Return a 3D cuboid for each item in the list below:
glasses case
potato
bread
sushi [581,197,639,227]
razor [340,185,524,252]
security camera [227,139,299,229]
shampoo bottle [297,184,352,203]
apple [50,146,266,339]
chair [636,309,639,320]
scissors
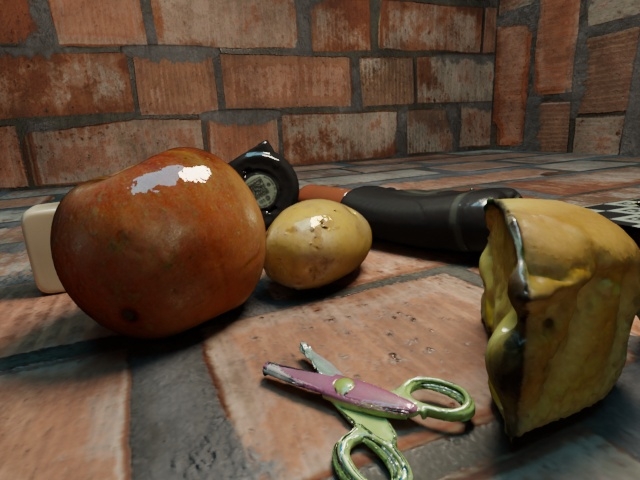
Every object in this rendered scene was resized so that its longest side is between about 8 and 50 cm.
[{"bbox_3d":[-0.311,-0.009,0.736,0.336,0.144,0.076,-8,17,-22],"label":"glasses case"},{"bbox_3d":[0.000,0.000,0.678,0.150,0.146,0.234,35,26,11],"label":"potato"},{"bbox_3d":[0.216,0.053,0.377,0.133,0.174,0.251,5,13,17],"label":"bread"},{"bbox_3d":[0.676,-0.024,0.752,0.359,0.064,0.343,-8,12,-13],"label":"sushi"},{"bbox_3d":[0.214,-0.050,0.833,0.349,0.113,0.204,8,18,41],"label":"razor"},{"bbox_3d":[-0.165,-0.140,1.099,0.197,0.191,0.277,-33,16,-2],"label":"security camera"},{"bbox_3d":[-0.006,-0.109,1.141,0.244,0.085,0.085,12,21,43],"label":"shampoo bottle"},{"bbox_3d":[-0.193,0.008,0.539,0.253,0.253,0.253,-3,15,1],"label":"apple"},{"bbox_3d":[0.430,0.059,0.418,0.270,0.147,0.136,39,-5,-31],"label":"chair"},{"bbox_3d":[0.024,0.136,0.368,0.133,0.020,0.187,-21,25,-38],"label":"scissors"}]
